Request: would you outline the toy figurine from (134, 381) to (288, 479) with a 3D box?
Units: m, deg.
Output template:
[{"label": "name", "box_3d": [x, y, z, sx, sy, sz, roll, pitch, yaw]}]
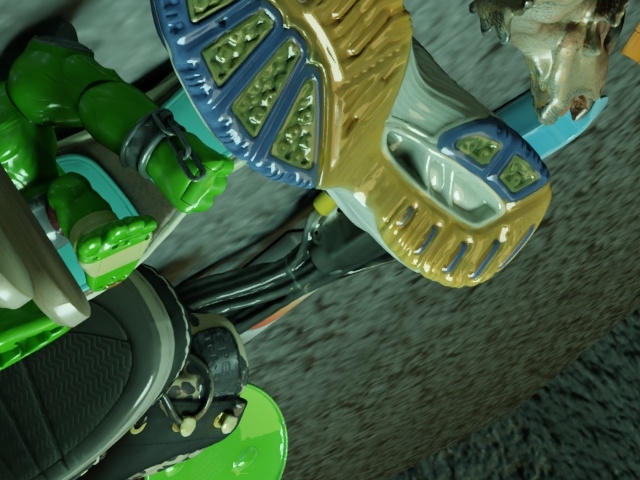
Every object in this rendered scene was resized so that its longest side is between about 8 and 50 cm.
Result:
[{"label": "toy figurine", "box_3d": [-0.137, 0.167, 1.522, 0.173, 0.130, 0.159, -46, -145, -16]}]

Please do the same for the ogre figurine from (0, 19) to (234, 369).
[{"label": "ogre figurine", "box_3d": [-0.145, -0.016, 0.901, 0.097, 0.118, 0.197, -12, 154, -48]}]

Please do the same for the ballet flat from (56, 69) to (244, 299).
[{"label": "ballet flat", "box_3d": [-0.107, -0.033, 1.040, 0.248, 0.086, 0.086, -32, 167, -8]}]

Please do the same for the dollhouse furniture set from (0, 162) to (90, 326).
[{"label": "dollhouse furniture set", "box_3d": [-0.187, 0.068, 0.604, 0.212, 0.161, 0.242, -35, 170, 3]}]

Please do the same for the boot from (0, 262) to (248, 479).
[{"label": "boot", "box_3d": [-0.154, 0.097, 1.249, 0.377, 0.138, 0.284, -38, 166, 37]}]

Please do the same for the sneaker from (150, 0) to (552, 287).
[{"label": "sneaker", "box_3d": [-0.007, -0.084, 0.931, 0.112, 0.131, 0.296, -45, 134, -1]}]

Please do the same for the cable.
[{"label": "cable", "box_3d": [0.000, 0.000, 1.440, 0.287, 0.072, 0.139, -31, 150, 28]}]

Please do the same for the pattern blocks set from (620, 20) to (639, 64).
[{"label": "pattern blocks set", "box_3d": [0.252, -0.226, 1.065, 0.285, 0.026, 0.325, -56, 175, -8]}]

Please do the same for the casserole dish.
[{"label": "casserole dish", "box_3d": [0.149, -0.078, 1.563, 0.188, 0.037, 0.114, -31, 167, -6]}]

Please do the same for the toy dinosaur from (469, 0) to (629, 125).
[{"label": "toy dinosaur", "box_3d": [0.136, -0.184, 0.958, 0.200, 0.127, 0.296, -21, 158, -42]}]

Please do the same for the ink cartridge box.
[{"label": "ink cartridge box", "box_3d": [-0.027, 0.046, 1.583, 0.145, 0.045, 0.179, -38, 164, 23]}]
